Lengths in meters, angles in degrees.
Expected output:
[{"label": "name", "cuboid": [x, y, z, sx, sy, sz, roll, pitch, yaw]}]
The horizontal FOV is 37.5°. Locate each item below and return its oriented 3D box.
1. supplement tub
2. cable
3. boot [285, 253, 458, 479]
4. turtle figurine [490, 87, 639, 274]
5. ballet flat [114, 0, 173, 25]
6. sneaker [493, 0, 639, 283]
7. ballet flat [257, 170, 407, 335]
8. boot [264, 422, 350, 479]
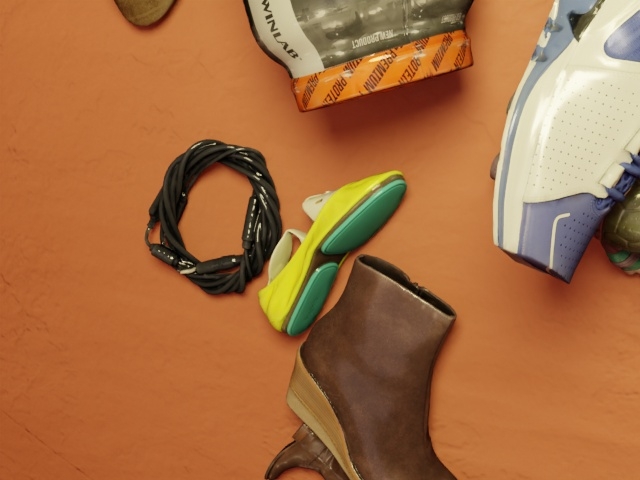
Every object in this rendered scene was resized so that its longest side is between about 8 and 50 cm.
[{"label": "supplement tub", "cuboid": [0.015, -0.295, 0.819, 0.207, 0.207, 0.338, -12, 97, 28]}, {"label": "cable", "cuboid": [-0.114, -0.024, 1.045, 0.150, 0.047, 0.184, 43, 117, 10]}, {"label": "boot", "cuboid": [0.087, 0.159, 0.970, 0.248, 0.090, 0.207, 38, 119, 17]}, {"label": "turtle figurine", "cuboid": [0.265, -0.048, 0.813, 0.234, 0.118, 0.175, 33, 122, 23]}, {"label": "ballet flat", "cuboid": [-0.165, -0.374, 0.933, 0.116, 0.124, 0.342, 35, 116, 14]}, {"label": "sneaker", "cuboid": [0.250, -0.112, 0.692, 0.182, 0.127, 0.315, 18, 92, 22]}, {"label": "ballet flat", "cuboid": [0.000, 0.000, 0.985, 0.077, 0.077, 0.231, 49, 122, 26]}, {"label": "boot", "cuboid": [0.002, 0.272, 1.076, 0.114, 0.037, 0.106, 39, 119, 7]}]
